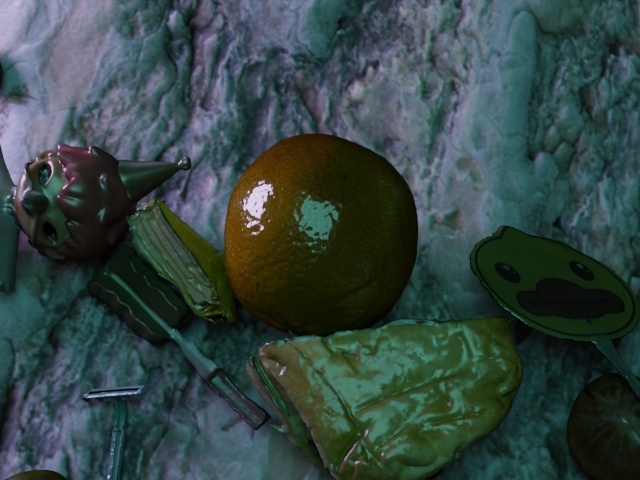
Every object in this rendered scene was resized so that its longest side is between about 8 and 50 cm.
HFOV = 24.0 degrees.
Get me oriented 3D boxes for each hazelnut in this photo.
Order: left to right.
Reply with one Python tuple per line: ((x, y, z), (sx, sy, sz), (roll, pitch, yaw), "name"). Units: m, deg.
((0.373, 0.229, 1.817), (0.150, 0.150, 0.150), (0, 67, 1), "hazelnut")

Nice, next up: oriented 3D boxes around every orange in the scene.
((0.000, 0.000, 1.865), (0.264, 0.264, 0.264), (0, 67, 1), "orange")

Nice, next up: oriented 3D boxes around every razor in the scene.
((-0.257, 0.285, 1.870), (0.084, 0.036, 0.211), (-6, 71, 24), "razor")

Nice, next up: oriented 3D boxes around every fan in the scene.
((0.314, 0.082, 1.867), (0.229, 0.011, 0.335), (-2, 41, -33), "fan")

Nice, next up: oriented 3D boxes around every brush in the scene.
((-0.174, 0.130, 1.915), (0.301, 0.071, 0.084), (43, 86, 16), "brush")

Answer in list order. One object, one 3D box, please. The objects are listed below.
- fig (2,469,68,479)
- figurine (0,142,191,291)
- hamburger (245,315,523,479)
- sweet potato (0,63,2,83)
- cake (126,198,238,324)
((-0.364, 0.355, 1.787), (0.185, 0.133, 0.127), (-36, 85, -8), "fig")
((-0.356, -0.044, 1.939), (0.386, 0.166, 0.207), (-6, 83, 2), "figurine")
((0.083, 0.213, 1.820), (0.329, 0.162, 0.209), (-6, 70, -7), "hamburger")
((-0.459, -0.236, 2.095), (0.034, 0.034, 0.095), (-6, 56, -1), "sweet potato")
((-0.174, 0.041, 1.904), (0.079, 0.185, 0.116), (-28, 39, 24), "cake")
